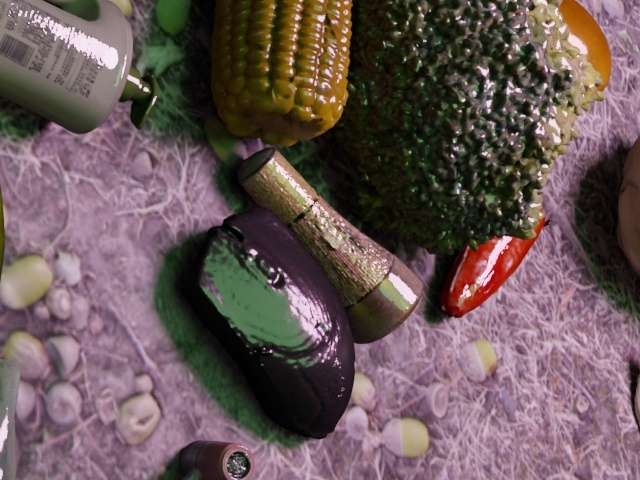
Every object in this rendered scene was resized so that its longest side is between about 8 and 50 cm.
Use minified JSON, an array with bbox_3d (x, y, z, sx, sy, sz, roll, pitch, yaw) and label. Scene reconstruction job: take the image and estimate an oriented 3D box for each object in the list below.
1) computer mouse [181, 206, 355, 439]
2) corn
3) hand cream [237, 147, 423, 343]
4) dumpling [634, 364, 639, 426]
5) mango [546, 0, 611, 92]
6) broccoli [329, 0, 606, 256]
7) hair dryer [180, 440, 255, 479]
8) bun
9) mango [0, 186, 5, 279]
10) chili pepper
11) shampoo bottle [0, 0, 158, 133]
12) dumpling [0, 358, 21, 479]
[{"bbox_3d":[-0.030,0.074,1.623,0.217,0.073,0.122,56,46,-16],"label":"computer mouse"},{"bbox_3d":[-0.029,-0.252,1.687,0.131,0.131,0.344,23,62,-40],"label":"corn"},{"bbox_3d":[0.000,0.000,1.684,0.203,0.084,0.084,47,48,-16],"label":"hand cream"},{"bbox_3d":[0.418,0.195,2.035,0.155,0.181,0.111,-64,167,-2],"label":"dumpling"},{"bbox_3d":[0.239,-0.224,1.990,0.184,0.085,0.102,52,45,-13],"label":"mango"},{"bbox_3d":[0.133,-0.132,1.755,0.260,0.235,0.288,14,104,-41],"label":"broccoli"},{"bbox_3d":[-0.109,0.205,1.516,0.114,0.063,0.037,-41,109,-29],"label":"hair dryer"},{"bbox_3d":[0.383,-0.031,2.050,0.237,0.116,0.210,65,33,-43],"label":"bun"},{"bbox_3d":[-0.293,-0.032,1.363,0.125,0.111,0.233,-4,93,-33],"label":"mango"},{"bbox_3d":[0.160,0.015,1.850,0.088,0.065,0.169,48,52,-23],"label":"chili pepper"},{"bbox_3d":[-0.224,-0.158,1.487,0.234,0.087,0.118,25,60,-39],"label":"shampoo bottle"},{"bbox_3d":[-0.278,0.169,1.310,0.149,0.105,0.216,39,56,-39],"label":"dumpling"}]
